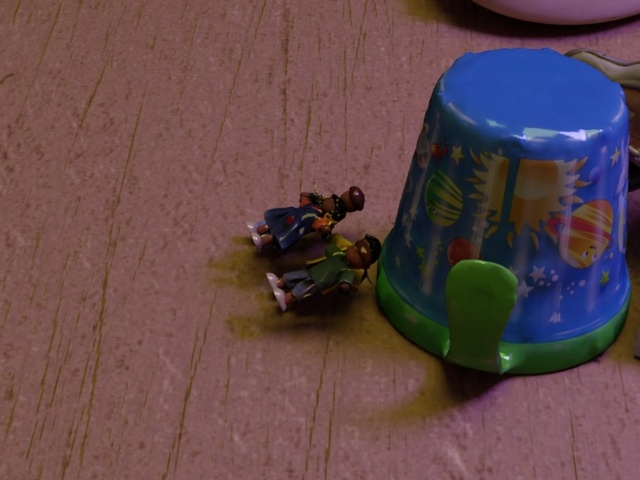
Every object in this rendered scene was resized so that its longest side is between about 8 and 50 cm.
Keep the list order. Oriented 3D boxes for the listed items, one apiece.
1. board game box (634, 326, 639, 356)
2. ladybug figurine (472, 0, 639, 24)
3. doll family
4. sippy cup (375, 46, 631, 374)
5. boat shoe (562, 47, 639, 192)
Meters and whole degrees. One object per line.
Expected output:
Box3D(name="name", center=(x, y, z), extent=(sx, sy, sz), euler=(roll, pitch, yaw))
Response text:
Box3D(name="board game box", center=(0.470, 0.024, 1.526), extent=(0.318, 0.066, 0.318), euler=(11, 36, 11))
Box3D(name="ladybug figurine", center=(0.319, -0.407, 2.010), extent=(0.305, 0.162, 0.449), euler=(37, 47, 23))
Box3D(name="doll family", center=(0.000, 0.000, 1.498), extent=(0.111, 0.076, 0.193), euler=(-25, 44, 0))
Box3D(name="sippy cup", center=(0.172, -0.039, 1.451), extent=(0.240, 0.224, 0.305), euler=(-9, 38, -17))
Box3D(name="boat shoe", center=(0.291, -0.112, 1.613), extent=(0.123, 0.116, 0.324), euler=(26, 1, -13))
